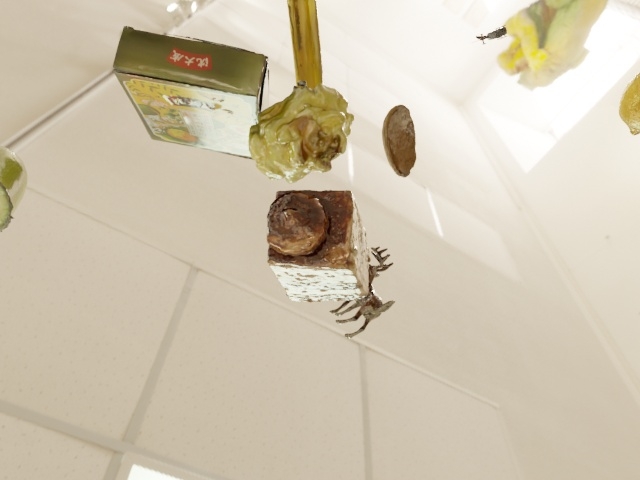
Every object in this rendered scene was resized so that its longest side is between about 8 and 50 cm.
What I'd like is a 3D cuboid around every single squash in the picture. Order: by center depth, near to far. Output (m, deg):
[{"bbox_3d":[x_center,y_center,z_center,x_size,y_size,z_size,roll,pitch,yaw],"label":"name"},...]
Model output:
[{"bbox_3d":[-0.522,-0.093,0.764,0.122,0.123,0.187,22,-160,-24],"label":"squash"}]

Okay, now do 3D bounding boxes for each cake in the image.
[{"bbox_3d":[0.000,0.000,1.054,0.198,0.293,0.197,0,-117,11],"label":"cake"}]

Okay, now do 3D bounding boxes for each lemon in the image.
[{"bbox_3d":[1.072,-0.454,1.560,0.188,0.257,0.188,11,-141,-9],"label":"lemon"}]

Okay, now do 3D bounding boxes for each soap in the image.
[{"bbox_3d":[-0.046,-0.665,1.658,0.096,0.325,0.204,-5,-154,3],"label":"soap"}]

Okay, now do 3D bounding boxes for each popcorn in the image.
[{"bbox_3d":[-0.047,-0.267,1.235,0.215,0.286,0.252,51,-172,-13],"label":"popcorn"}]

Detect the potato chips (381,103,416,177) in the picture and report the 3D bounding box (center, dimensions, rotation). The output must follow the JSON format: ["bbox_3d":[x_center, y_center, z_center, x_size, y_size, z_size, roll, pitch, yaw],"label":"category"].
[{"bbox_3d":[0.221,-0.279,1.394,0.150,0.049,0.202,-43,-57,-29],"label":"potato chips"}]

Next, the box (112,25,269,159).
[{"bbox_3d":[-0.339,-0.398,1.403,0.372,0.420,0.139,11,-104,-3],"label":"box"}]

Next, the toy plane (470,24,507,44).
[{"bbox_3d":[0.565,-0.677,1.612,0.145,0.037,0.060,-25,-161,-17],"label":"toy plane"}]

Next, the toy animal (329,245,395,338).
[{"bbox_3d":[0.146,0.159,1.477,0.087,0.260,0.243,48,-176,-37],"label":"toy animal"}]
